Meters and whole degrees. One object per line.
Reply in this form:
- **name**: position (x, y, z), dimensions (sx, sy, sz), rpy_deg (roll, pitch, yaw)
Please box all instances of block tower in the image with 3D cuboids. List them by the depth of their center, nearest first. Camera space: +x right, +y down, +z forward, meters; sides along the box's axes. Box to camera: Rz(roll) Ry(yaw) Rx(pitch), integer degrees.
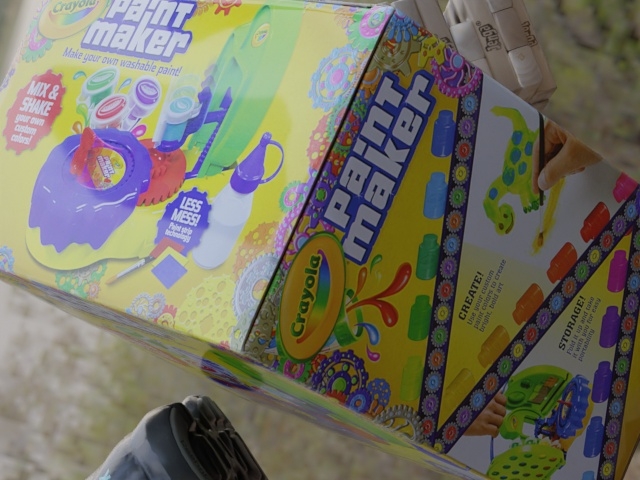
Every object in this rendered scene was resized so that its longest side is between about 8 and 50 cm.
- **block tower**: position (-0.005, -0.098, 1.374), dimensions (0.091, 0.335, 0.097), rpy_deg (110, 141, -75)

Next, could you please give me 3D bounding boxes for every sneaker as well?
- **sneaker**: position (-0.093, 0.154, 1.162), dimensions (0.106, 0.101, 0.267), rpy_deg (-36, -13, 2)

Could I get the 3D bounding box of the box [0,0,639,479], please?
- **box**: position (0.000, 0.000, 1.046), dimensions (0.290, 0.279, 0.177), rpy_deg (15, 78, 50)
